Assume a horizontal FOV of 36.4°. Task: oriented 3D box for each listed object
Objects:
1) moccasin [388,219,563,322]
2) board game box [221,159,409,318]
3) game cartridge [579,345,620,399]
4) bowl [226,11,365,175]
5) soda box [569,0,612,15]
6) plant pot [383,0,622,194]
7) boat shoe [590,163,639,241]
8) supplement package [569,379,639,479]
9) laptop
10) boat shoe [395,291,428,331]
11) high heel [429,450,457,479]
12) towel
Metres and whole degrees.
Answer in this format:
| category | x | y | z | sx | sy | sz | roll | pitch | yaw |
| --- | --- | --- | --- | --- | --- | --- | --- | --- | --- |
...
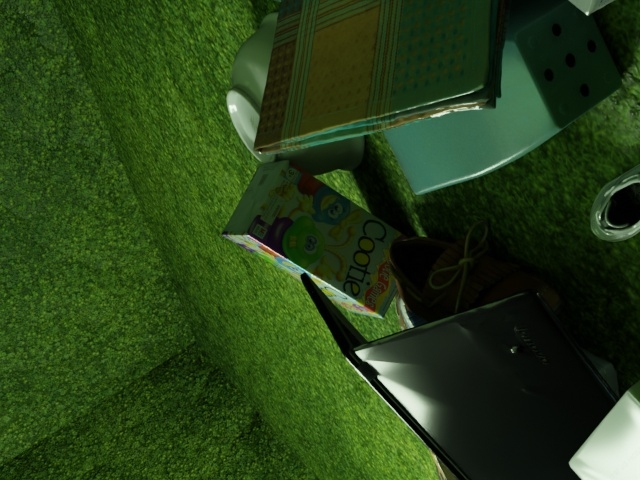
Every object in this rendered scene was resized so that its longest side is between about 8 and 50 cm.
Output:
| category | x | y | z | sx | sy | sz | roll | pitch | yaw |
| --- | --- | --- | --- | --- | --- | --- | --- | --- | --- |
| moccasin | 0.209 | 0.057 | 1.409 | 0.147 | 0.139 | 0.380 | 55 | 173 | -19 |
| board game box | 0.000 | 0.000 | 1.625 | 0.275 | 0.142 | 0.144 | 31 | 169 | -19 |
| game cartridge | 0.356 | 0.250 | 1.433 | 0.198 | 0.062 | 0.297 | 36 | 151 | 50 |
| bowl | -0.066 | -0.220 | 1.639 | 0.298 | 0.134 | 0.298 | 50 | 160 | 25 |
| soda box | 0.238 | -0.324 | 0.766 | 0.098 | 0.091 | 0.286 | 49 | 159 | 28 |
| plant pot | 0.187 | -0.168 | 1.045 | 0.165 | 0.165 | 0.234 | 61 | 155 | -11 |
| boat shoe | 0.328 | -0.035 | 1.043 | 0.066 | 0.063 | 0.184 | 56 | 161 | 5 |
| supplement package | 0.403 | 0.168 | 0.864 | 0.198 | 0.262 | 0.199 | 49 | 160 | 22 |
| laptop | 0.214 | 0.183 | 1.369 | 0.382 | 0.236 | 0.408 | 50 | -177 | -26 |
| boat shoe | 0.181 | 0.166 | 1.751 | 0.066 | 0.066 | 0.183 | 23 | 131 | 67 |
| high heel | 0.260 | 0.411 | 1.870 | 0.261 | 0.093 | 0.186 | 54 | 170 | 40 |
| towel | 0.064 | -0.237 | 1.034 | 0.040 | 0.271 | 0.370 | 20 | 164 | -35 |
